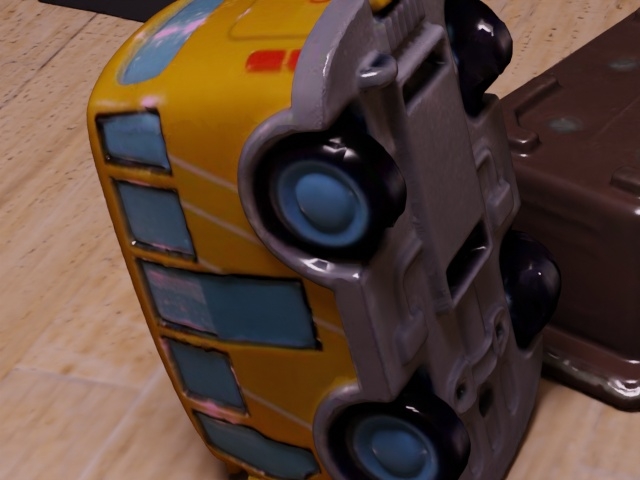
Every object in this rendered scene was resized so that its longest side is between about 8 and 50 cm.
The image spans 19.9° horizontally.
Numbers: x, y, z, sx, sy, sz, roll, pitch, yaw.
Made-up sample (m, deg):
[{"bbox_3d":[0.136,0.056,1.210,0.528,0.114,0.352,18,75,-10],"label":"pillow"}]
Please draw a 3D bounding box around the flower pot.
[{"bbox_3d":[0.161,-0.040,0.800,0.179,0.084,0.251,23,44,37],"label":"flower pot"}]

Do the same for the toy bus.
[{"bbox_3d":[0.000,0.000,0.667,0.136,0.209,0.126,1,34,29],"label":"toy bus"}]

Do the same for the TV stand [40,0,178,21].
[{"bbox_3d":[-0.051,-0.144,1.032,0.256,0.040,0.049,15,39,29],"label":"TV stand"}]
